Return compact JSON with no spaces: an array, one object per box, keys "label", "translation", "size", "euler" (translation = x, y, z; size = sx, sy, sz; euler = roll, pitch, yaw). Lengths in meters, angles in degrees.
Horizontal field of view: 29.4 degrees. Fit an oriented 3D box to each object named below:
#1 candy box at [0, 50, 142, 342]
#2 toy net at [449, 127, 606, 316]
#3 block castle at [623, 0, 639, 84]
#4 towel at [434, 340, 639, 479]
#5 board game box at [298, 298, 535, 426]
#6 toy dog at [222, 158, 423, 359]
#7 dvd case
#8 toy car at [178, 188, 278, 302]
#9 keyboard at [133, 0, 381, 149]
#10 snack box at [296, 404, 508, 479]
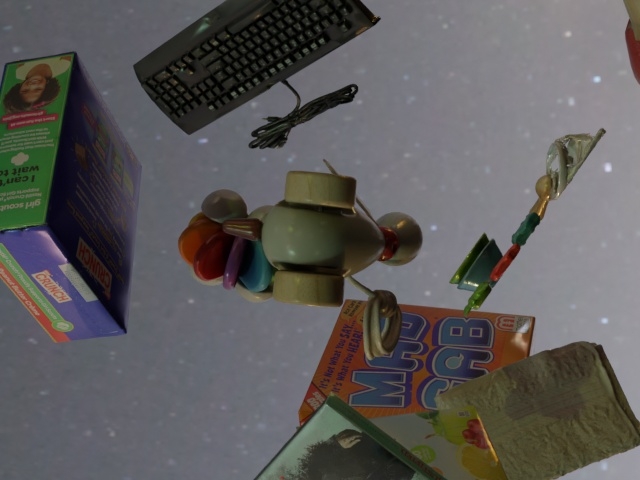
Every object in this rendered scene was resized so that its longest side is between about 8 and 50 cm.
[{"label":"candy box","translation":[-0.360,-0.058,1.714],"size":[0.268,0.122,0.317],"euler":[67,-164,-50]},{"label":"toy net","translation":[0.211,-0.029,1.270],"size":[0.232,0.045,0.122],"euler":[-56,-8,19]},{"label":"block castle","translation":[0.376,-0.331,1.256],"size":[0.212,0.303,0.453],"euler":[61,-176,-27]},{"label":"towel","translation":[0.336,0.272,1.852],"size":[0.282,0.049,0.187],"euler":[-20,-109,-12]},{"label":"board game box","translation":[0.182,0.359,2.163],"size":[0.356,0.357,0.356],"euler":[-64,-24,-57]},{"label":"toy dog","translation":[0.000,0.000,1.496],"size":[0.333,0.161,0.220],"euler":[47,-123,-61]},{"label":"dvd case","translation":[0.006,0.145,0.658],"size":[0.087,0.119,0.013],"euler":[38,-148,-2]},{"label":"toy car","translation":[-0.134,0.020,1.891],"size":[0.136,0.182,0.159],"euler":[-53,-19,-62]},{"label":"keyboard","translation":[-0.061,-0.197,1.428],"size":[0.201,0.317,0.033],"euler":[40,-135,-27]},{"label":"snack box","translation":[0.077,0.237,1.056],"size":[0.207,0.175,0.070],"euler":[-107,13,-62]}]
